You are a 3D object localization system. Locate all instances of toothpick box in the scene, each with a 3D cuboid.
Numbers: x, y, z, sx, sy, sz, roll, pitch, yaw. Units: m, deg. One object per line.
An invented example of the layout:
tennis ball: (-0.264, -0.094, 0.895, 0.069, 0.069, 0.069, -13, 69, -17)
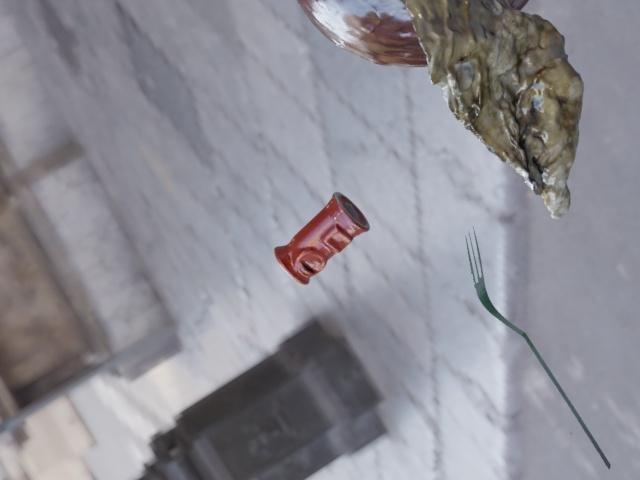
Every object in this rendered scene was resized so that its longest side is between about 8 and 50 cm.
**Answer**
toothpick box: (0.000, 0.000, 1.425, 0.047, 0.083, 0.047, 43, -165, -15)

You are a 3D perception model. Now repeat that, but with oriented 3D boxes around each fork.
fork: (0.175, 0.096, 1.321, 0.235, 0.021, 0.039, 59, -153, -6)

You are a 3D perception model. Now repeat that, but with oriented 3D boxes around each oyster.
oyster: (0.060, -0.050, 0.505, 0.083, 0.038, 0.080, 15, -126, -66)

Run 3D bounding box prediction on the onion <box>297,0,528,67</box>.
onion: (0.055, -0.247, 1.214, 0.281, 0.281, 0.221, -151, 49, -63)
